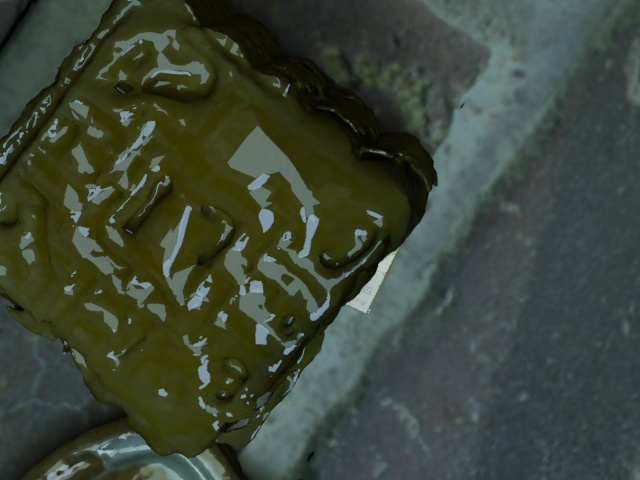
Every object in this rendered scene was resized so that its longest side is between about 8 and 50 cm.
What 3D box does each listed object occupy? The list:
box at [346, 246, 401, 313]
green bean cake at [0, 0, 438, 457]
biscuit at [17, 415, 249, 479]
[{"bbox_3d":[0.000,0.000,1.131,0.093,0.015,0.058,25,103,-3],"label":"box"},{"bbox_3d":[-0.076,-0.015,1.061,0.224,0.131,0.230,41,105,1],"label":"green bean cake"},{"bbox_3d":[-0.094,0.287,1.186,0.287,0.057,0.344,-37,99,10],"label":"biscuit"}]
